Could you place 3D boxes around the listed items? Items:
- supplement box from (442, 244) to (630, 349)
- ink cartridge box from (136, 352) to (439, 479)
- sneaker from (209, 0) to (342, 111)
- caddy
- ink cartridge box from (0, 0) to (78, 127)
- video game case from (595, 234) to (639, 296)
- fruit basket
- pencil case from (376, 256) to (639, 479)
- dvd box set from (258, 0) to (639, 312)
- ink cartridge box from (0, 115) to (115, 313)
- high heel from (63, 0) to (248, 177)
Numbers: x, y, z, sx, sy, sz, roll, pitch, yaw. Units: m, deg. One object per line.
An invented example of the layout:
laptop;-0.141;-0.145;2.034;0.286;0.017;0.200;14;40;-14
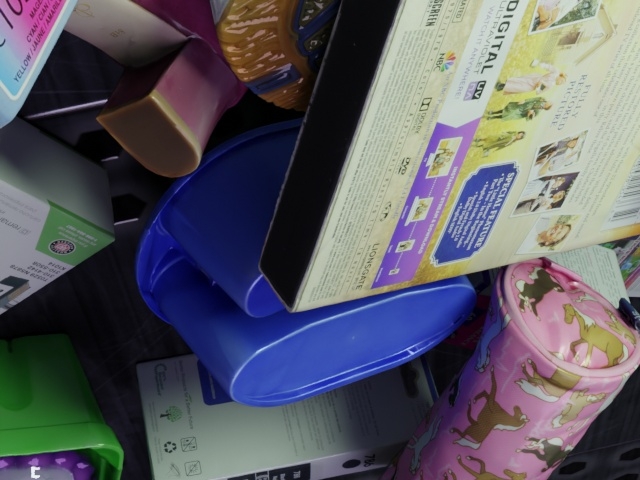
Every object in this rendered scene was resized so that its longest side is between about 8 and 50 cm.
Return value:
supplement box;0.216;0.055;1.394;0.220;0.114;0.111;15;137;-29
ink cartridge box;-0.035;0.193;1.472;0.332;0.165;0.065;-9;144;-6
sneaker;-0.047;-0.216;0.897;0.111;0.131;0.296;-22;139;12
caddy;0.000;0.000;1.187;0.341;0.179;0.241;-16;140;-28
ink cartridge box;-0.328;-0.237;0.657;0.269;0.151;0.395;5;147;22
video game case;0.379;0.002;1.479;0.183;0.023;0.201;2;144;-23
fruit basket;-0.389;0.309;1.331;0.391;0.392;0.283;-3;145;-16
pencil case;0.170;0.196;1.303;0.167;0.160;0.386;-15;141;-42
dvd box set;0.173;-0.107;1.016;0.420;0.062;0.308;-12;137;-33
ink cartridge box;-0.316;-0.010;1.136;0.219;0.093;0.160;-32;142;23
high heel;-0.170;-0.230;0.913;0.127;0.181;0.377;-8;133;28
